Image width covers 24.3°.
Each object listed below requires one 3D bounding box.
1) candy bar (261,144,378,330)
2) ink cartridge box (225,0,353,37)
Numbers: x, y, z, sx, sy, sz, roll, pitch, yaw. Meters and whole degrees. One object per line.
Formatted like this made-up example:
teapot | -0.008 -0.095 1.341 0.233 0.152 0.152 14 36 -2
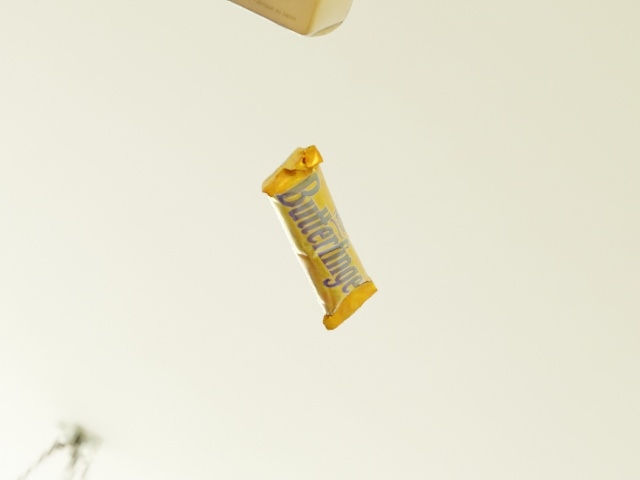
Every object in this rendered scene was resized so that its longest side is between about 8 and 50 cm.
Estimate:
candy bar | 0.000 0.000 0.826 0.018 0.040 0.161 44 -12 31
ink cartridge box | -0.041 -0.240 0.720 0.189 0.066 0.232 27 -67 13
